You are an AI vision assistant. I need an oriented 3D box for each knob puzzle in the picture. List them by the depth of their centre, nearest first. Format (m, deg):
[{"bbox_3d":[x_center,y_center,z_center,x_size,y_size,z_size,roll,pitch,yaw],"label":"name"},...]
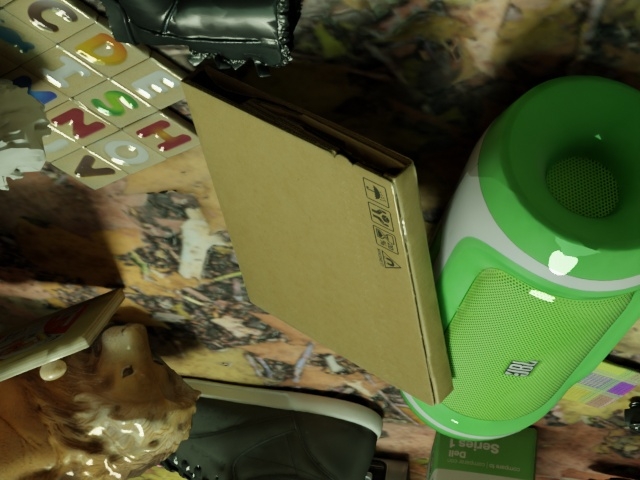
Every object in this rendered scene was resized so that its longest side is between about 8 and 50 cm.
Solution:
[{"bbox_3d":[-0.243,0.097,1.019,0.213,0.213,0.030,-14,101,38],"label":"knob puzzle"}]

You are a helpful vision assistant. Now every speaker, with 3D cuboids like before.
[{"bbox_3d":[0.125,0.025,0.848,0.131,0.131,0.296,12,152,-3],"label":"speaker"}]

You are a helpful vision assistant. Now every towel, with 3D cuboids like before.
[{"bbox_3d":[0.216,0.111,1.098,0.060,0.009,0.083,18,150,-12],"label":"towel"}]

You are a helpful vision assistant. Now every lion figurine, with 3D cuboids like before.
[{"bbox_3d":[-0.301,0.182,1.103,0.240,0.392,0.142,29,140,31],"label":"lion figurine"}]

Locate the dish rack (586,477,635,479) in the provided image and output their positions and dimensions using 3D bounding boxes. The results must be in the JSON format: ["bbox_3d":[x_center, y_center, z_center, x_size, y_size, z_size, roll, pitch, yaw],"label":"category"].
[{"bbox_3d":[0.299,0.321,1.185,0.208,0.271,0.074,16,125,7],"label":"dish rack"}]

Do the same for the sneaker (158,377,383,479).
[{"bbox_3d":[-0.099,0.211,1.242,0.296,0.147,0.104,3,153,16],"label":"sneaker"}]

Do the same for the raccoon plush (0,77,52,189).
[{"bbox_3d":[-0.407,-0.128,0.756,0.446,0.299,0.216,-4,154,-49],"label":"raccoon plush"}]

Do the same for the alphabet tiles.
[{"bbox_3d":[-0.194,-0.102,0.843,0.198,0.009,0.237,-19,140,42],"label":"alphabet tiles"}]

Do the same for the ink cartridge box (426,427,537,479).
[{"bbox_3d":[0.132,0.290,1.231,0.093,0.219,0.160,8,151,4],"label":"ink cartridge box"}]

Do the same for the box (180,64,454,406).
[{"bbox_3d":[0.000,0.000,0.831,0.164,0.021,0.201,28,149,33],"label":"box"}]

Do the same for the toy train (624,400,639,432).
[{"bbox_3d":[0.318,0.137,1.092,0.158,0.027,0.036,-10,149,34],"label":"toy train"}]

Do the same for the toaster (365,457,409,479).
[{"bbox_3d":[0.007,0.281,1.373,0.168,0.110,0.185,6,151,9],"label":"toaster"}]

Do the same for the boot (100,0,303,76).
[{"bbox_3d":[-0.063,-0.129,0.711,0.099,0.045,0.121,9,159,7],"label":"boot"}]
